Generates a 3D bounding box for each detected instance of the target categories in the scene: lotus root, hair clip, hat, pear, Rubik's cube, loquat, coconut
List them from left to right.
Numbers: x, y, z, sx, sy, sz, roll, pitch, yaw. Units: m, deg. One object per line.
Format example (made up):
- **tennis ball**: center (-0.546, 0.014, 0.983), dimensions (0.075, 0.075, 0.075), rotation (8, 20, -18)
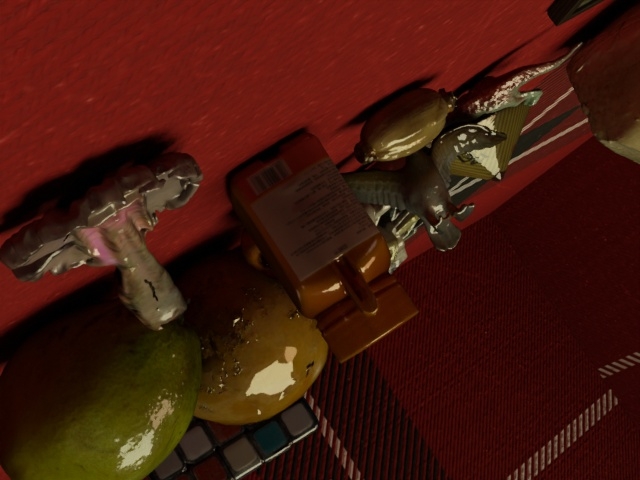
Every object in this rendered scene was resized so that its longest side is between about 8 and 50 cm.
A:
- **pear**: center (-0.251, 0.178, 1.069), dimensions (0.269, 0.212, 0.212), rotation (-48, 173, -2)
- **hair clip**: center (-0.174, 0.007, 0.824), dimensions (0.173, 0.069, 0.300), rotation (-33, 162, -12)
- **Rubik's cube**: center (-0.208, 0.287, 1.636), dimensions (0.293, 0.291, 0.287), rotation (-29, 171, -15)
- **loquat**: center (-0.109, 0.126, 1.232), dimensions (0.235, 0.235, 0.235), rotation (-32, 172, -5)
- **lotus root**: center (0.100, -0.137, 1.079), dimensions (0.150, 0.062, 0.073), rotation (-32, 150, -20)
- **hat**: center (0.248, -0.124, 1.405), dimensions (0.193, 0.082, 0.193), rotation (-27, 170, -5)
- **coconut**: center (0.548, -0.246, 1.404), dimensions (0.255, 0.297, 0.297), rotation (-37, 172, 40)

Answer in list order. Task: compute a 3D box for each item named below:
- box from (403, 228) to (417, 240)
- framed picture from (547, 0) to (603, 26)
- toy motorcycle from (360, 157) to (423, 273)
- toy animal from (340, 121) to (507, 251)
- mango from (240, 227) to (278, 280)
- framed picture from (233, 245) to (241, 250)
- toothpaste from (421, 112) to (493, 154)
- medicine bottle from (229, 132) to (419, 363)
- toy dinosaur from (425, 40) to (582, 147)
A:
- **box**: center (0.141, -0.034, 1.820), dimensions (0.122, 0.084, 0.069), rotation (-38, 179, 38)
- **framed picture**: center (0.360, -0.325, 1.104), dimensions (0.169, 0.023, 0.128), rotation (-30, 172, -20)
- **toy motorcycle**: center (0.026, 0.012, 1.372), dimensions (0.340, 0.108, 0.223), rotation (-47, 141, 3)
- **toy animal**: center (0.140, -0.087, 1.197), dimensions (0.273, 0.160, 0.197), rotation (-26, 157, -7)
- **mango**: center (0.000, 0.000, 1.195), dimensions (0.268, 0.133, 0.111), rotation (9, 122, -52)
- **framed picture**: center (-0.025, 0.031, 1.451), dimensions (0.290, 0.020, 0.211), rotation (-30, 147, -21)
- **toothpaste**: center (0.185, -0.153, 1.427), dimensions (0.216, 0.037, 0.062), rotation (-30, 180, -3)
- **medicine bottle**: center (0.003, 0.012, 1.004), dimensions (0.112, 0.222, 0.149), rotation (-32, 172, -7)
- **toy dinosaur**: center (0.232, -0.197, 1.249), dimensions (0.242, 0.053, 0.167), rotation (-28, 169, 31)
